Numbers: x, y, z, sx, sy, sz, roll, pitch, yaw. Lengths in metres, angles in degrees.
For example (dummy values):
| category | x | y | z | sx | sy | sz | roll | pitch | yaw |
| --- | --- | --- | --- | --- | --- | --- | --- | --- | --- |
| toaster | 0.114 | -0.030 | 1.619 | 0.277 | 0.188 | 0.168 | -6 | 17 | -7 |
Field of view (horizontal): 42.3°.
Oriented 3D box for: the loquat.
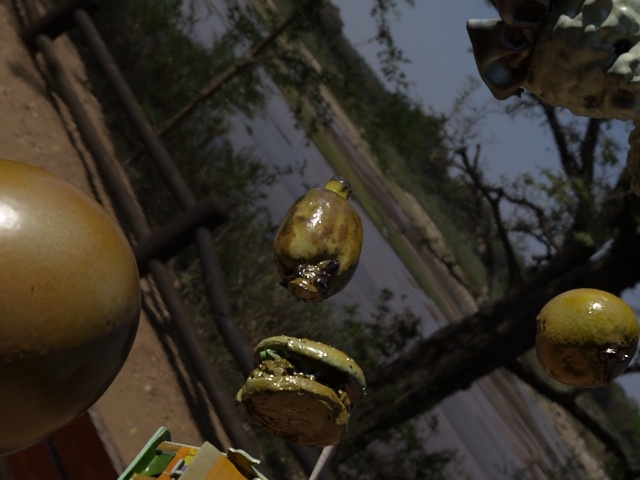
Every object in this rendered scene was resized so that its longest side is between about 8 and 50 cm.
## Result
| category | x | y | z | sx | sy | sz | roll | pitch | yaw |
| --- | --- | --- | --- | --- | --- | --- | --- | --- | --- |
| loquat | 0.594 | 0.219 | 1.841 | 0.244 | 0.244 | 0.244 | 52 | 8 | -10 |

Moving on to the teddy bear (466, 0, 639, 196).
| category | x | y | z | sx | sy | sz | roll | pitch | yaw |
| --- | --- | --- | --- | --- | --- | --- | --- | --- | --- |
| teddy bear | 0.411 | -0.171 | 0.949 | 0.327 | 0.362 | 0.375 | 107 | -34 | -47 |

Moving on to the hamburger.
| category | x | y | z | sx | sy | sz | roll | pitch | yaw |
| --- | --- | --- | --- | --- | --- | --- | --- | --- | --- |
| hamburger | -0.034 | 0.210 | 1.175 | 0.177 | 0.185 | 0.113 | 53 | 46 | -44 |

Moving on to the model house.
| category | x | y | z | sx | sy | sz | roll | pitch | yaw |
| --- | --- | --- | --- | --- | --- | --- | --- | --- | --- |
| model house | -0.203 | 0.571 | 1.527 | 0.242 | 0.312 | 0.358 | -46 | 141 | -58 |

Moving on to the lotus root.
| category | x | y | z | sx | sy | sz | roll | pitch | yaw |
| --- | --- | --- | --- | --- | --- | --- | --- | --- | --- |
| lotus root | 0.000 | 0.000 | 1.590 | 0.169 | 0.141 | 0.314 | 43 | 47 | -25 |

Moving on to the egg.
| category | x | y | z | sx | sy | sz | roll | pitch | yaw |
| --- | --- | --- | --- | --- | --- | --- | --- | --- | --- |
| egg | -0.341 | 0.068 | 0.773 | 0.282 | 0.351 | 0.283 | -16 | 90 | -86 |

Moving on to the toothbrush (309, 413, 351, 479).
| category | x | y | z | sx | sy | sz | roll | pitch | yaw |
| --- | --- | --- | --- | --- | --- | --- | --- | --- | --- |
| toothbrush | -0.007 | 0.443 | 1.595 | 0.029 | 0.307 | 0.025 | 24 | 3 | -30 |
